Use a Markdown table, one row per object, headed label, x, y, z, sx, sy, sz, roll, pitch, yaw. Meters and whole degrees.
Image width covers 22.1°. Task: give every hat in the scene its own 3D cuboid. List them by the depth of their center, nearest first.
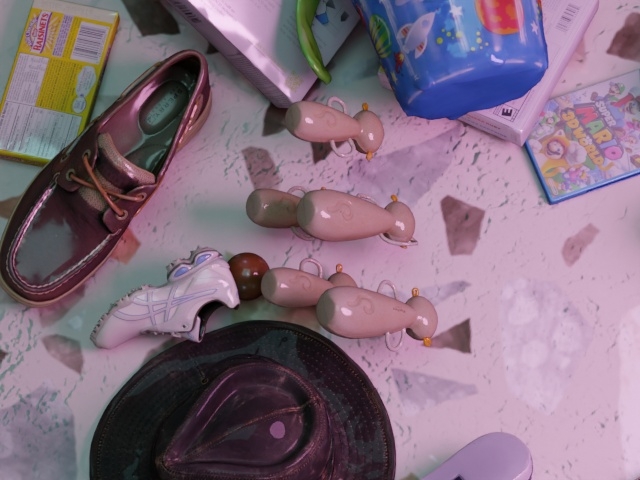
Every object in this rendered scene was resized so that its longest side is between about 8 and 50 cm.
| label | x | y | z | sx | sy | sz | roll | pitch | yaw |
| --- | --- | --- | --- | --- | --- | --- | --- | --- | --- |
| hat | -0.086 | 0.219 | 1.714 | 0.331 | 0.134 | 0.331 | -1 | 71 | 2 |

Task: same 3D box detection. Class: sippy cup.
| label | x | y | z | sx | sy | sz | roll | pitch | yaw |
| --- | --- | --- | --- | --- | --- | --- | --- | --- | --- |
| sippy cup | 0.141 | -0.259 | 1.785 | 0.240 | 0.305 | 0.224 | -3 | 72 | -37 |

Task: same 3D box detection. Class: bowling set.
| label | x | y | z | sx | sy | sz | roll | pitch | yaw |
| --- | --- | --- | --- | --- | --- | --- | --- | --- | --- |
| bowling set | 0.000 | 0.000 | 1.805 | 0.154 | 0.200 | 0.287 | 7 | 69 | -40 |

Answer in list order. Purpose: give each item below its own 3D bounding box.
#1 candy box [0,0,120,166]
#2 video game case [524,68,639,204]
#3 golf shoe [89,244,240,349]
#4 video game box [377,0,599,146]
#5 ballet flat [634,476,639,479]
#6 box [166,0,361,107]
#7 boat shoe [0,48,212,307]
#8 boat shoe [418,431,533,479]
| label | x | y | z | sx | sy | sz | roll | pitch | yaw |
| --- | --- | --- | --- | --- | --- | --- | --- | --- | --- |
| candy box | -0.311 | -0.184 | 1.921 | 0.105 | 0.027 | 0.206 | 12 | 71 | 7 |
| video game case | 0.318 | -0.120 | 1.879 | 0.166 | 0.015 | 0.119 | -19 | 71 | -5 |
| golf shoe | -0.168 | 0.083 | 1.787 | 0.176 | 0.069 | 0.086 | -34 | 79 | 12 |
| video game box | 0.195 | -0.232 | 1.900 | 0.187 | 0.048 | 0.205 | 26 | 74 | 15 |
| ballet flat | 0.332 | 0.284 | 1.712 | 0.250 | 0.058 | 0.084 | -24 | 72 | -6 |
| box | -0.025 | -0.347 | 1.882 | 0.232 | 0.058 | 0.322 | 43 | 74 | -28 |
| boat shoe | -0.235 | -0.077 | 1.818 | 0.123 | 0.123 | 0.342 | 41 | 73 | -2 |
| boat shoe | 0.112 | 0.298 | 1.701 | 0.258 | 0.084 | 0.095 | -26 | 48 | -9 |
